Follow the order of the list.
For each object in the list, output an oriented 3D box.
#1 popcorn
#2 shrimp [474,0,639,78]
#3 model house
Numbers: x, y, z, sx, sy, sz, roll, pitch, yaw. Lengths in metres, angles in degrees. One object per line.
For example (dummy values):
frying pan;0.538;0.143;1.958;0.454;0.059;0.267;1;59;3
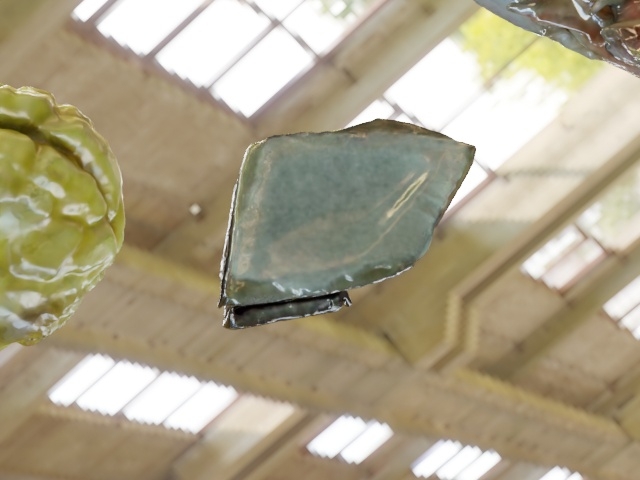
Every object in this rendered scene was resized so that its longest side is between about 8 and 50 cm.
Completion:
popcorn;-0.204;-0.014;1.109;0.142;0.173;0.173;52;-169;32
shrimp;0.175;-0.072;0.752;0.317;0.062;0.164;23;-156;3
model house;0.007;-0.001;1.099;0.152;0.165;0.106;115;148;-71
